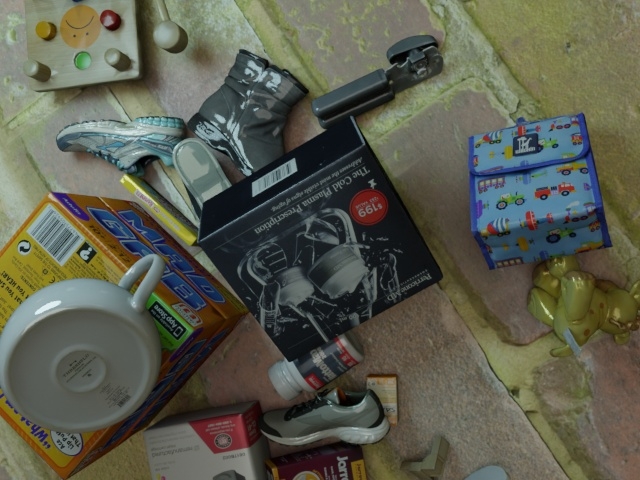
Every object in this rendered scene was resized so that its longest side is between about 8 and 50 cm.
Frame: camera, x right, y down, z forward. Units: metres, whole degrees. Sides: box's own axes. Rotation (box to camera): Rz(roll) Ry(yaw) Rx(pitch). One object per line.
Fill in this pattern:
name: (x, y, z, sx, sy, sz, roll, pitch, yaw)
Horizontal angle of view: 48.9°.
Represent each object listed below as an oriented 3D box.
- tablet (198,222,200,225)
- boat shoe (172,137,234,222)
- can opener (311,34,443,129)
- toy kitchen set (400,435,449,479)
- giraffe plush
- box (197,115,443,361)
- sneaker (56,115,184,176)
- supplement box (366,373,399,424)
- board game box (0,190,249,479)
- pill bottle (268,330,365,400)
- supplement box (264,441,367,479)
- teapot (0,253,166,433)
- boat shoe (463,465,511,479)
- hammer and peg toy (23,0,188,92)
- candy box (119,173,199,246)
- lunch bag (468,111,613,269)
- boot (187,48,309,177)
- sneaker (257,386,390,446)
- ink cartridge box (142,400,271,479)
tablet: (-0.217, -0.033, 1.513, 0.083, 0.006, 0.054, 34, 96, 8)
boat shoe: (-0.209, -0.072, 1.464, 0.114, 0.091, 0.302, -22, 95, -4)
can opener: (0.113, -0.327, 1.438, 0.283, 0.076, 0.095, -23, 54, 9)
toy kitchen set: (0.221, 0.448, 1.431, 0.083, 0.075, 0.068, -16, 129, 41)
giraffe plush: (0.514, 0.120, 1.320, 0.170, 0.181, 0.210, -3, 55, -14)
box: (0.000, 0.000, 1.327, 0.343, 0.179, 0.312, -30, 116, 9)
sneaker: (-0.428, -0.195, 1.499, 0.283, 0.110, 0.122, -3, 93, 10)
supplement box: (0.127, 0.325, 1.439, 0.062, 0.036, 0.098, -2, 90, 11)
board game box: (-0.422, 0.162, 1.370, 0.356, 0.356, 0.356, 43, 96, 7)
pill bottle: (-0.011, 0.244, 1.427, 0.180, 0.108, 0.108, -36, 84, 8)
supplement box: (-0.007, 0.474, 1.404, 0.188, 0.081, 0.104, -9, 88, -16)
teapot: (-0.367, 0.155, 1.096, 0.256, 0.187, 0.252, -3, 110, -16)
boat shoe: (0.291, 0.563, 1.388, 0.088, 0.096, 0.267, 39, 90, -21)
hammer and peg toy: (-0.454, -0.464, 1.494, 0.361, 0.127, 0.266, -6, 87, 9)
candy box: (-0.324, -0.061, 1.481, 0.206, 0.105, 0.027, 41, 96, 7)
lunch bag: (0.399, -0.116, 1.319, 0.221, 0.138, 0.293, -12, 51, 22)
boot: (-0.092, -0.227, 1.437, 0.338, 0.118, 0.222, 40, 96, 5)
sneaker: (0.001, 0.343, 1.407, 0.272, 0.100, 0.108, -9, 107, 19)
ink cartridge box: (-0.214, 0.506, 1.451, 0.226, 0.131, 0.306, -13, 86, 9)
